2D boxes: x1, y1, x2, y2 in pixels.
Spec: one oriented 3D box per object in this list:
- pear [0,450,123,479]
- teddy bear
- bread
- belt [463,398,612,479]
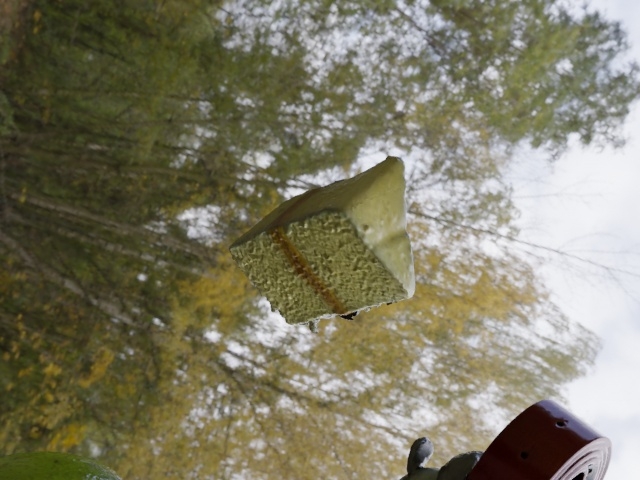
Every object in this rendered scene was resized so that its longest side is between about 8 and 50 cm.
[{"bbox_3d":[-0.415,0.375,1.063,0.288,0.239,0.139,152,-79,-75],"label":"pear"},{"bbox_3d":[0.246,0.473,1.403,0.251,0.144,0.171,-13,-119,42],"label":"teddy bear"},{"bbox_3d":[0.000,0.000,0.867,0.266,0.142,0.178,-21,-125,51],"label":"bread"},{"bbox_3d":[0.316,0.410,1.127,0.115,0.227,0.324,34,-85,45],"label":"belt"}]
